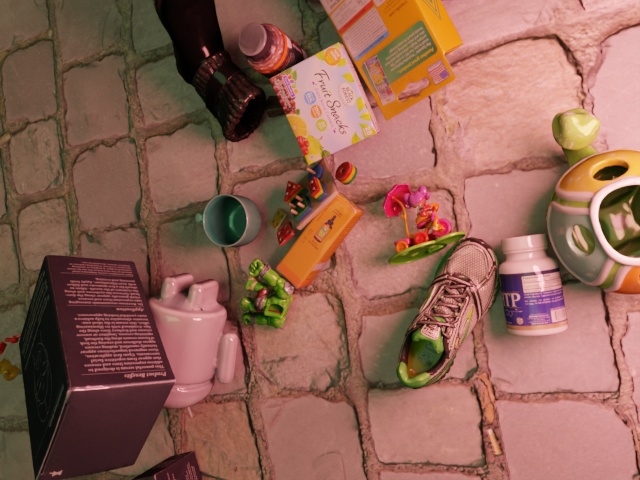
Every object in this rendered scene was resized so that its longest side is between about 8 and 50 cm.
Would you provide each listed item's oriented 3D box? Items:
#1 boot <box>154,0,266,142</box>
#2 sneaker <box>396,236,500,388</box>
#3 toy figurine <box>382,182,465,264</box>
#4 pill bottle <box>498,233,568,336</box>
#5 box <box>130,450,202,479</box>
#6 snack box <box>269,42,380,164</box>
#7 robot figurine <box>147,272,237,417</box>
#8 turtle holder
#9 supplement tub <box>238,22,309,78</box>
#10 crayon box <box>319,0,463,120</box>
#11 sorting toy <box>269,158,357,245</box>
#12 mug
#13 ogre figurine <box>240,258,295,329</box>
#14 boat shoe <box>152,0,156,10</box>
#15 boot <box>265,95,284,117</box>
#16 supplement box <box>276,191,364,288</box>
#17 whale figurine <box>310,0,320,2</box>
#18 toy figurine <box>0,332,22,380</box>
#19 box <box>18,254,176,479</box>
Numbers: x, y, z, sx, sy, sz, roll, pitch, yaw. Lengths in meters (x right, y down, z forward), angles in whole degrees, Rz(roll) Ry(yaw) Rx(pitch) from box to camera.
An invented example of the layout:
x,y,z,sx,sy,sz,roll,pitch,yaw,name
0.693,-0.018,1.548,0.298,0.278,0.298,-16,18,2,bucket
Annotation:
x,y,z,sx,sy,sz,roll,pitch,yaw,name
-0.241,-0.414,1.150,0.131,0.348,0.260,-32,72,-13,boot
0.262,0.157,1.015,0.134,0.146,0.344,24,99,21,sneaker
0.200,-0.052,1.055,0.173,0.130,0.159,-27,71,34,toy figurine
0.408,0.084,0.969,0.112,0.112,0.187,-9,87,23,pill bottle
-0.388,0.658,1.293,0.093,0.158,0.156,-21,82,22,box
0.012,-0.299,1.103,0.174,0.070,0.207,-21,101,19,snack box
-0.349,0.265,1.249,0.299,0.200,0.354,14,96,15,robot figurine
0.521,-0.064,0.856,0.243,0.227,0.320,4,92,24,turtle holder
-0.106,-0.424,1.137,0.106,0.198,0.106,0,91,22,supplement tub
0.143,-0.436,1.014,0.203,0.083,0.323,-21,102,52,crayon box
-0.038,-0.110,1.153,0.274,0.046,0.132,-42,39,24,sorting toy
-0.221,-0.057,1.246,0.157,0.097,0.129,41,106,18,mug
-0.129,0.145,1.206,0.118,0.097,0.197,23,105,12,ogre figurine
-0.362,-0.638,1.289,0.116,0.123,0.324,-26,82,19,boat shoe
-0.087,-0.307,1.217,0.114,0.037,0.106,0,77,20,boot
0.000,0.000,1.164,0.078,0.080,0.233,42,108,17,supplement box
-0.029,-0.684,1.131,0.216,0.141,0.272,-31,78,21,whale figurine
-0.725,0.330,1.456,0.191,0.217,0.362,-46,118,3,toy figurine
-0.524,0.271,1.133,0.294,0.212,0.395,-59,45,25,box
